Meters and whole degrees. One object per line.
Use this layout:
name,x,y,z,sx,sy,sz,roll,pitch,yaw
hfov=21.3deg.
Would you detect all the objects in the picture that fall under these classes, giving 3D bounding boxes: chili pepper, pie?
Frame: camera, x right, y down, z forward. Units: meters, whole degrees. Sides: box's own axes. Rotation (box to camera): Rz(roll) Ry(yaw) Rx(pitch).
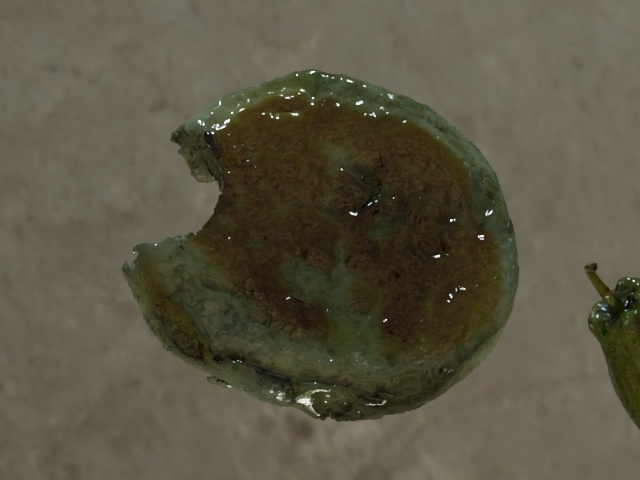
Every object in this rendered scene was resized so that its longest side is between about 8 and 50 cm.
chili pepper,0.229,0.077,1.166,0.072,0.204,0.073,-40,21,-24
pie,0.008,0.002,1.294,0.302,0.067,0.303,3,62,-6
